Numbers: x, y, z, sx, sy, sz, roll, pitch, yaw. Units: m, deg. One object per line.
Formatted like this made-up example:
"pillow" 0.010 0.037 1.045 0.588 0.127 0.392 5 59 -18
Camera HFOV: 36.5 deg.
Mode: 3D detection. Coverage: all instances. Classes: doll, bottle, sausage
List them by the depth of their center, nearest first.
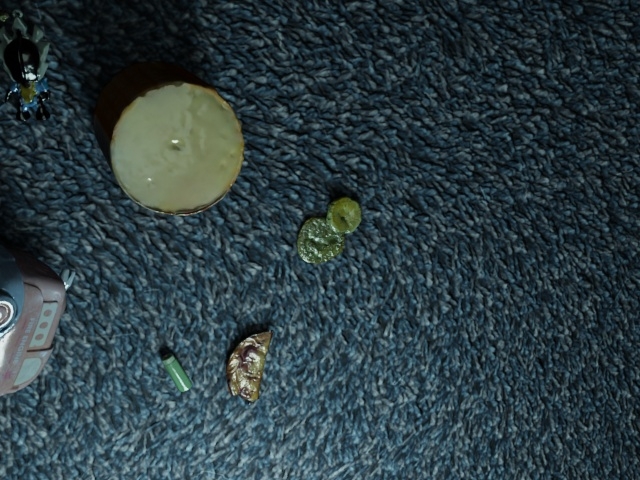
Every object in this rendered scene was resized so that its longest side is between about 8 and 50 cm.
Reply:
"doll" -0.516 -0.306 1.696 0.096 0.070 0.195 -3 112 -1
"sausage" -0.273 -0.185 1.698 0.233 0.287 0.233 -5 107 -17
"bottle" -0.293 0.268 1.970 0.030 0.030 0.083 -31 113 -8

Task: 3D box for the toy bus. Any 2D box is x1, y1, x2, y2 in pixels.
"toy bus" -0.577 0.151 1.740 0.232 0.197 0.294 9 109 -51

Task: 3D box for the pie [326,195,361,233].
"pie" 0.049 -0.053 1.990 0.084 0.020 0.084 -4 99 -30

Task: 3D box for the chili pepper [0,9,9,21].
"chili pepper" -0.670 -0.306 1.607 0.338 0.131 0.134 -37 89 -2

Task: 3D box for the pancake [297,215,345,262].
"pancake" 0.001 0.000 1.998 0.108 0.017 0.108 -5 108 -17

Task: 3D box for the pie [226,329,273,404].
"pie" -0.151 0.265 2.017 0.092 0.034 0.169 2 106 -24
